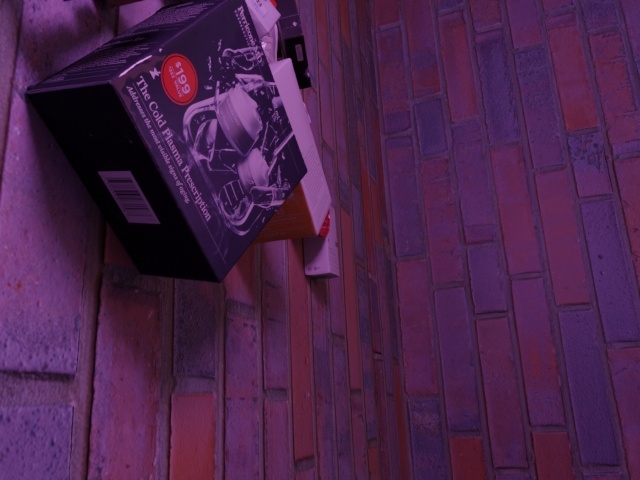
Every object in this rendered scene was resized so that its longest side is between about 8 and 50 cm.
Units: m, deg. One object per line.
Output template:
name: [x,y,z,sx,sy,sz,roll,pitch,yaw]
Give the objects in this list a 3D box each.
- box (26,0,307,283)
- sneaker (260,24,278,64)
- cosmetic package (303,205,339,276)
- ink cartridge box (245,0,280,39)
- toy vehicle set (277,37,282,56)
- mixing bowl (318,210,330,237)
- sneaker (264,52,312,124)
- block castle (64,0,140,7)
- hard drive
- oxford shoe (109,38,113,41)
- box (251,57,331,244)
box: [-0.209,-0.164,0.907,0.312,0.179,0.343,-58,139,-40]
sneaker: [-0.162,-0.484,1.443,0.115,0.105,0.281,-61,140,-63]
cosmetic package: [0.000,0.000,1.782,0.117,0.086,0.230,29,56,-69]
ink cartridge box: [-0.199,-0.611,1.234,0.308,0.091,0.384,49,30,-24]
toy vehicle set: [-0.176,-0.645,1.587,0.166,0.035,0.266,-50,130,-67]
mixing bowl: [-0.046,-0.092,1.651,0.181,0.098,0.181,-8,90,-73]
sneaker: [-0.140,-0.373,1.325,0.315,0.127,0.182,46,20,-15]
block castle: [-0.288,-0.564,0.777,0.303,0.213,0.452,-100,176,-71]
hard drive: [-0.096,-0.628,1.595,0.237,0.064,0.338,78,0,-71]
oxford shoe: [-0.307,-0.301,1.005,0.076,0.076,0.212,56,12,22]
box: [-0.132,-0.181,1.222,0.168,0.215,0.345,-68,146,-57]
